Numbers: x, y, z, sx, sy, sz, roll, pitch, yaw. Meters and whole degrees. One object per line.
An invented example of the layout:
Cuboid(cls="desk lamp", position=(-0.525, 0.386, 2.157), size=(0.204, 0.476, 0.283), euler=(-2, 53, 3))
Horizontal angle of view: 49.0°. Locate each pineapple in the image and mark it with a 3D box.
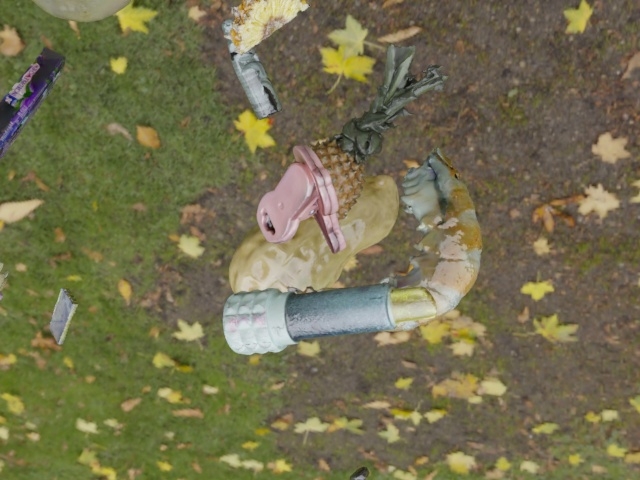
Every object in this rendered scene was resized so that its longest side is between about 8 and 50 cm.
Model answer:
Cuboid(cls="pineapple", position=(0.057, -0.153, 1.000), size=(0.119, 0.277, 0.130), euler=(41, -177, 37))
Cuboid(cls="pineapple", position=(-0.050, -0.203, 0.621), size=(0.083, 0.019, 0.045), euler=(-37, 146, -3))

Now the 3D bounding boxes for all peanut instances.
Cuboid(cls="peanut", position=(0.000, 0.000, 1.349), size=(0.169, 0.387, 0.192), euler=(37, 156, 46))

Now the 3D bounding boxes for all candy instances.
Cuboid(cls="candy", position=(-0.636, -0.279, 1.475), size=(0.061, 0.312, 0.088), euler=(30, 145, -15))

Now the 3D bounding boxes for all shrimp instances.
Cuboid(cls="shrimp", position=(0.113, 0.029, 0.943), size=(0.185, 0.287, 0.068), euler=(46, -176, 29))

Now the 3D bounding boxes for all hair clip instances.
Cuboid(cls="hair clip", position=(-0.006, -0.055, 0.867), size=(0.102, 0.123, 0.138), euler=(-13, 150, -39))

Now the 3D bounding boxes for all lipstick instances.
Cuboid(cls="lipstick", position=(0.006, 0.038, 0.377), size=(0.116, 0.037, 0.037), euler=(-10, 137, 20))

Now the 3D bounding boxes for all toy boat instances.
Cuboid(cls="toy boat", position=(-0.552, 0.161, 1.505), size=(0.016, 0.063, 0.115), euler=(-1, 128, -46))

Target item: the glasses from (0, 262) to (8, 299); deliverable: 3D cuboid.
Cuboid(cls="glasses", position=(-0.515, 0.049, 0.878), size=(0.221, 0.088, 0.190), euler=(17, 168, -19))

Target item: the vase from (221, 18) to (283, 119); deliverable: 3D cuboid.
Cuboid(cls="vase", position=(-0.146, -0.355, 1.446), size=(0.060, 0.060, 0.211), euler=(-16, 105, 37))

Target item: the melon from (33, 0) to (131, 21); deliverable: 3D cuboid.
Cuboid(cls="melon", position=(-0.450, -0.560, 1.307), size=(0.268, 0.268, 0.330), euler=(31, 153, -18))

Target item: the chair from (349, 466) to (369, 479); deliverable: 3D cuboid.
Cuboid(cls="chair", position=(-0.027, 0.590, 0.835), size=(0.365, 0.362, 0.410), euler=(-33, 90, 22))
